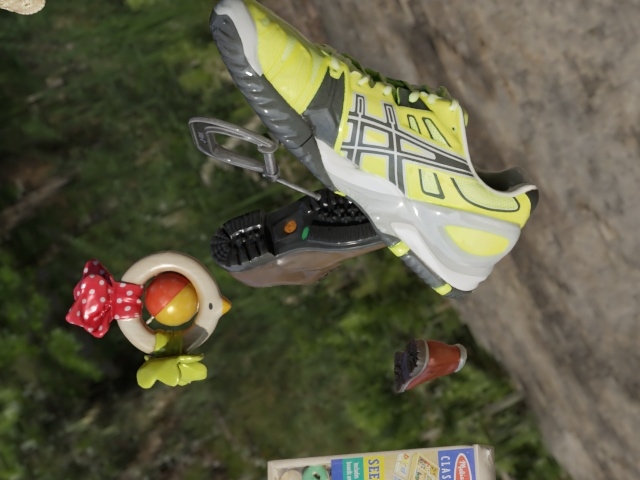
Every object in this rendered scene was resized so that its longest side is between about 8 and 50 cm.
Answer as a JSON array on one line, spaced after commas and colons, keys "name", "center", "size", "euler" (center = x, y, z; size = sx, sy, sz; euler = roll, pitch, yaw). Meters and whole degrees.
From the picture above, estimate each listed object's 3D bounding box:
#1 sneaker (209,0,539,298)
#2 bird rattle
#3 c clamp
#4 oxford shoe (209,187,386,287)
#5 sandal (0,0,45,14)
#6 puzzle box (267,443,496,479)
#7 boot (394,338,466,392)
[{"name": "sneaker", "center": [0.051, -0.114, 1.433], "size": [0.384, 0.147, 0.145], "euler": [42, -170, -23]}, {"name": "bird rattle", "center": [-0.257, 0.108, 2.304], "size": [0.253, 0.207, 0.143], "euler": [46, 178, 11]}, {"name": "c clamp", "center": [-0.070, -0.092, 1.538], "size": [0.137, 0.022, 0.161], "euler": [19, 168, 11]}, {"name": "oxford shoe", "center": [0.000, 0.000, 1.649], "size": [0.096, 0.227, 0.083], "euler": [55, -150, -52]}, {"name": "sandal", "center": [-0.380, -0.330, 1.900], "size": [0.079, 0.088, 0.240], "euler": [45, -163, -10]}, {"name": "puzzle box", "center": [0.072, 0.438, 1.642], "size": [0.052, 0.272, 0.409], "euler": [22, -117, -60]}, {"name": "boot", "center": [0.152, 0.179, 2.104], "size": [0.158, 0.084, 0.059], "euler": [131, 137, -67]}]
